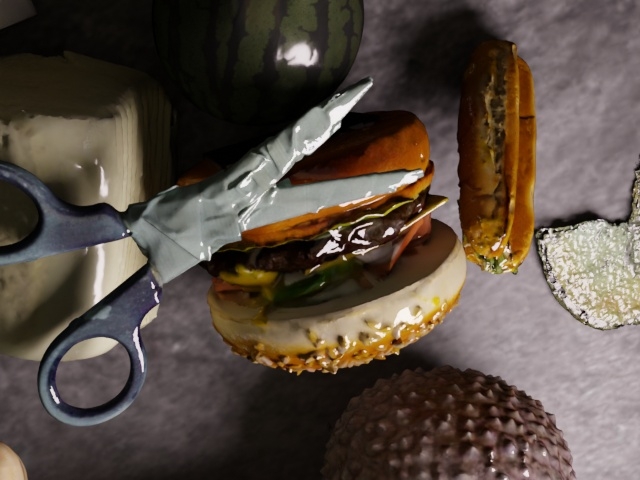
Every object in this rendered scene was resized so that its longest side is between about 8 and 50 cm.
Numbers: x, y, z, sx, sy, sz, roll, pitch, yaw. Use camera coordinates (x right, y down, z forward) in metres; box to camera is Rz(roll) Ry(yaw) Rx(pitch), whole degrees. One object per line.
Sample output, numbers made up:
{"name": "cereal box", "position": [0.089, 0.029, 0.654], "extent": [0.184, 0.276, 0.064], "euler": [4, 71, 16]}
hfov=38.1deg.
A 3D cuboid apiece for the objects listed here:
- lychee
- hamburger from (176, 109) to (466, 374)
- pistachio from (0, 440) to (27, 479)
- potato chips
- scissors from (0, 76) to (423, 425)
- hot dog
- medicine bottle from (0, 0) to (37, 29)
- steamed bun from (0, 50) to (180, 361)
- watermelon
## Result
{"name": "lychee", "position": [0.137, 0.281, 1.009], "extent": [0.300, 0.300, 0.300], "euler": [-3, 104, -11]}
{"name": "hamburger", "position": [0.000, 0.000, 0.923], "extent": [0.291, 0.291, 0.225], "euler": [-16, 107, -7]}
{"name": "pistachio", "position": [-0.398, 0.298, 0.982], "extent": [0.157, 0.157, 0.229], "euler": [20, 111, -15]}
{"name": "potato chips", "position": [0.373, 0.003, 1.129], "extent": [0.202, 0.029, 0.220], "euler": [42, 95, -18]}
{"name": "scissors", "position": [-0.104, -0.009, 0.762], "extent": [0.383, 0.029, 0.256], "euler": [-24, 112, 1]}
{"name": "hot dog", "position": [0.185, -0.092, 0.978], "extent": [0.072, 0.115, 0.269], "euler": [-3, 62, 24]}
{"name": "medicine bottle", "position": [-0.351, -0.282, 0.874], "extent": [0.102, 0.103, 0.187], "euler": [-25, 107, -4]}
{"name": "steamed bun", "position": [-0.295, -0.034, 0.892], "extent": [0.272, 0.273, 0.290], "euler": [1, 100, 5]}
{"name": "watermelon", "position": [-0.060, -0.214, 0.894], "extent": [0.212, 0.212, 0.212], "euler": [-3, 104, -11]}
